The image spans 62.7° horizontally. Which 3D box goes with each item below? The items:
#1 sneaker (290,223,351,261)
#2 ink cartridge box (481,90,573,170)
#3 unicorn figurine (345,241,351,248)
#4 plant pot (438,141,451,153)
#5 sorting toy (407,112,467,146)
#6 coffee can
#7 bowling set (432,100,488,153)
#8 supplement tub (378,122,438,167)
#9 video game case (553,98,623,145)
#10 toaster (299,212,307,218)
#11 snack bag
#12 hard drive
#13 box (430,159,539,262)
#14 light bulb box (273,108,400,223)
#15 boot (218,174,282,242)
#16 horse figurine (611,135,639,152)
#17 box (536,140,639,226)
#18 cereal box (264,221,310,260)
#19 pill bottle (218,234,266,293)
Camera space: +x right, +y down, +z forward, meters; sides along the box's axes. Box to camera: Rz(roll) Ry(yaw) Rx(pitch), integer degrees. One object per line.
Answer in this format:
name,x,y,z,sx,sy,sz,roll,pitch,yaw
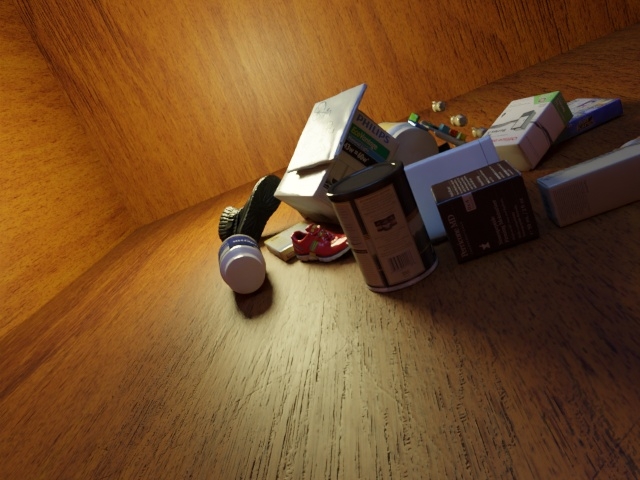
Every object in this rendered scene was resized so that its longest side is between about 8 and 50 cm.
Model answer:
sneaker,0.000,0.000,1.702,0.279,0.118,0.107,-7,24,44
ink cartridge box,0.681,-0.362,1.773,0.273,0.114,0.198,-48,24,-19
unicorn figurine,0.165,-0.008,1.575,0.162,0.111,0.060,-40,-16,23
plant pot,0.492,-0.349,2.175,0.081,0.081,0.083,-30,6,-19
sorting toy,0.489,-0.409,2.000,0.196,0.348,0.047,-105,38,-64
coffee can,0.158,-0.037,1.329,0.202,0.275,0.201,-21,17,7
bowling set,0.557,-0.456,2.255,0.200,0.287,0.154,-56,5,12
supplement tub,0.321,-0.364,2.160,0.241,0.241,0.331,-26,16,-6
video game case,0.896,-0.435,1.910,0.270,0.061,0.244,-25,16,0
toaster,-0.059,-0.197,2.258,0.146,0.227,0.129,-36,42,4
snack bag,0.025,-0.399,1.893,0.342,0.037,0.323,-3,61,57
hard drive,0.339,-0.126,1.468,0.353,0.233,0.047,-20,-17,14
box,0.402,-0.075,1.303,0.203,0.168,0.167,-21,18,12
light bulb box,0.054,-0.270,1.998,0.358,0.225,0.361,11,72,61
boot,-0.317,-0.135,2.322,0.260,0.131,0.348,9,68,59
horse figurine,0.830,-0.229,1.359,0.263,0.066,0.174,-34,9,-16
box,0.669,-0.137,1.234,0.275,0.113,0.094,-20,16,10
cereal box,-0.100,0.001,1.957,0.173,0.047,0.240,-28,18,-13
pill bottle,-0.263,0.079,1.759,0.153,0.153,0.264,-26,18,-6
